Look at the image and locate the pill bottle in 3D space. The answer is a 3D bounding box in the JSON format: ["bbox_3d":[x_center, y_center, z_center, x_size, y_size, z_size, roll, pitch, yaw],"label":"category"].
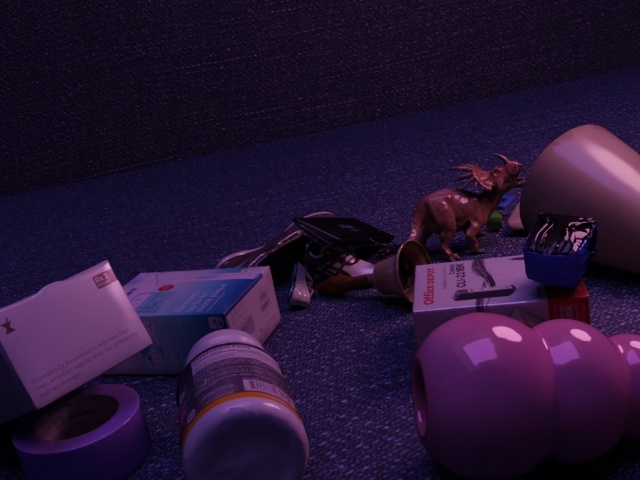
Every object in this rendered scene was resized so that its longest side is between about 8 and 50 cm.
[{"bbox_3d":[-0.117,0.236,1.109,0.162,0.162,0.278,-13,18,-9],"label":"pill bottle"}]

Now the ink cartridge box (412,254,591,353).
[{"bbox_3d":[0.291,0.113,1.317,0.272,0.114,0.197,-7,20,11],"label":"ink cartridge box"}]

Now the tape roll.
[{"bbox_3d":[-0.354,0.296,1.189,0.188,0.080,0.189,-10,18,3],"label":"tape roll"}]

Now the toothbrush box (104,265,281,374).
[{"bbox_3d":[-0.253,0.149,1.498,0.295,0.126,0.216,-4,19,22],"label":"toothbrush box"}]

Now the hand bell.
[{"bbox_3d":[0.091,0.082,1.592,0.242,0.126,0.126,-13,13,38],"label":"hand bell"}]

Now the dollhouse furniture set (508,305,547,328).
[{"bbox_3d":[0.333,0.205,1.162,0.151,0.123,0.144,24,19,-6],"label":"dollhouse furniture set"}]

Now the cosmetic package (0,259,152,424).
[{"bbox_3d":[-0.464,0.184,1.251,0.217,0.156,0.385,-30,4,-43],"label":"cosmetic package"}]

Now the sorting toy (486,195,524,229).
[{"bbox_3d":[0.538,-0.063,1.820,0.347,0.047,0.196,-1,25,26],"label":"sorting toy"}]

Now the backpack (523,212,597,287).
[{"bbox_3d":[0.365,0.023,1.209,0.097,0.101,0.120,2,27,32],"label":"backpack"}]

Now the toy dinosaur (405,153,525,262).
[{"bbox_3d":[0.290,-0.073,1.733,0.295,0.200,0.127,-15,19,-13],"label":"toy dinosaur"}]

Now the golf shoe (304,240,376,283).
[{"bbox_3d":[0.044,0.046,1.690,0.198,0.094,0.077,3,22,32],"label":"golf shoe"}]

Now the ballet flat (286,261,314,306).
[{"bbox_3d":[-0.040,0.098,1.670,0.052,0.057,0.168,17,22,-5],"label":"ballet flat"}]

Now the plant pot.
[{"bbox_3d":[0.566,-0.052,1.506,0.256,0.257,0.274,-18,35,-22],"label":"plant pot"}]

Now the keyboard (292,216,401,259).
[{"bbox_3d":[0.085,-0.003,1.729,0.201,0.033,0.317,25,13,24],"label":"keyboard"}]

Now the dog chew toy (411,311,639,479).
[{"bbox_3d":[0.286,0.186,0.992,0.331,0.207,0.207,-4,18,-3],"label":"dog chew toy"}]

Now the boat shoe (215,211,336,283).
[{"bbox_3d":[-0.073,0.039,1.772,0.335,0.112,0.095,-26,36,-28],"label":"boat shoe"}]
